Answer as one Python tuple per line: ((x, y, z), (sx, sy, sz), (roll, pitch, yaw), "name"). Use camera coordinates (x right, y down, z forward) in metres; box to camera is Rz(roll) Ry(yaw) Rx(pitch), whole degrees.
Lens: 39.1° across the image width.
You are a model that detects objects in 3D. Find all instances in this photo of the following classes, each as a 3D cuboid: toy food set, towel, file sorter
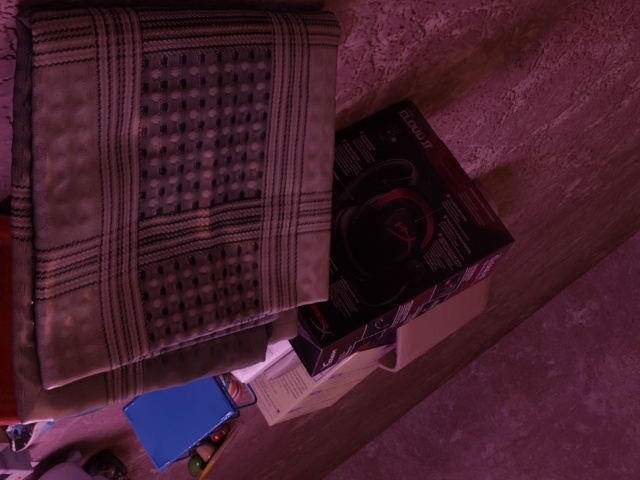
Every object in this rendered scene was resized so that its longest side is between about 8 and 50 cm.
((0.187, 0.065, 1.543), (0.219, 0.092, 0.306), (-29, 138, -27), "toy food set")
((-0.103, -0.025, 0.742), (0.312, 0.056, 0.325), (-14, 116, -46), "towel")
((-0.205, 0.267, 1.450), (0.170, 0.118, 0.104), (-40, 163, 17), "file sorter")
((-0.236, 0.429, 1.889), (0.128, 0.071, 0.218), (-51, 175, -33), "toy food set")

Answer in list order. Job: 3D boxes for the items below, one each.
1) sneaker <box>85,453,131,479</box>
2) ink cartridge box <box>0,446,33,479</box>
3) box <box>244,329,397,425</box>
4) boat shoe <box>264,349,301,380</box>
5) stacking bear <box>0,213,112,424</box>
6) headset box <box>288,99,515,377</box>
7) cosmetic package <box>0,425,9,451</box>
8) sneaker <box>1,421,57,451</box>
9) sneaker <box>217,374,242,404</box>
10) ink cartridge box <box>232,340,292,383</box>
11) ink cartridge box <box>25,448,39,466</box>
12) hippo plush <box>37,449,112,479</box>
((-0.399, 0.474, 1.668), (0.097, 0.135, 0.276), (-14, 132, -19), "sneaker")
((-0.470, 0.297, 1.148), (0.127, 0.072, 0.175), (-35, 161, 1), "ink cartridge box")
((0.011, 0.215, 1.679), (0.243, 0.117, 0.213), (-43, 159, 26), "box")
((-0.015, 0.139, 1.509), (0.254, 0.079, 0.095), (-42, 162, 29), "boat shoe")
((-0.243, 0.095, 0.904), (0.289, 0.164, 0.176), (69, 42, -82), "stacking bear")
((0.062, -0.013, 1.049), (0.293, 0.218, 0.110), (-28, 162, -18), "headset box")
((-0.451, 0.226, 0.927), (0.238, 0.127, 0.107), (-36, 161, 12), "cosmetic package")
((-0.350, 0.206, 1.174), (0.162, 0.063, 0.073), (-37, 179, 21), "sneaker")
((-0.220, 0.286, 1.588), (0.161, 0.057, 0.075), (-33, 145, -1), "sneaker")
((-0.039, 0.103, 1.375), (0.206, 0.045, 0.208), (-39, -168, 15), "ink cartridge box")
((-0.453, 0.324, 1.310), (0.048, 0.028, 0.083), (-35, 161, 3), "ink cartridge box")
((-0.437, 0.454, 1.477), (0.294, 0.234, 0.237), (31, 98, -25), "hippo plush")
